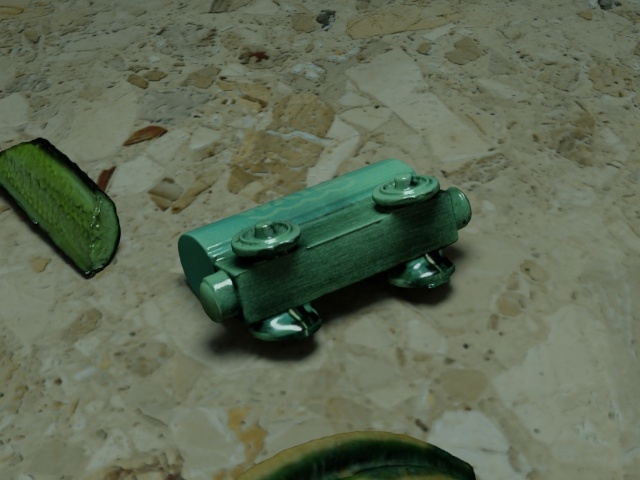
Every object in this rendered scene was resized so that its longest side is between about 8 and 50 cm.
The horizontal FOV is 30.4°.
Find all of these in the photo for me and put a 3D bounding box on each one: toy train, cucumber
[{"bbox_3d":[0.000,0.000,0.987,0.248,0.101,0.159,-20,24,-23],"label":"toy train"},{"bbox_3d":[-0.245,-0.050,1.087,0.046,0.070,0.220,4,25,-47],"label":"cucumber"}]

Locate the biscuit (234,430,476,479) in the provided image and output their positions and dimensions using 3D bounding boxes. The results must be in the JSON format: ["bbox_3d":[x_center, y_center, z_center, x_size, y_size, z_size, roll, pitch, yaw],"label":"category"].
[{"bbox_3d":[0.042,0.226,0.528,0.287,0.057,0.344,51,33,13],"label":"biscuit"}]
